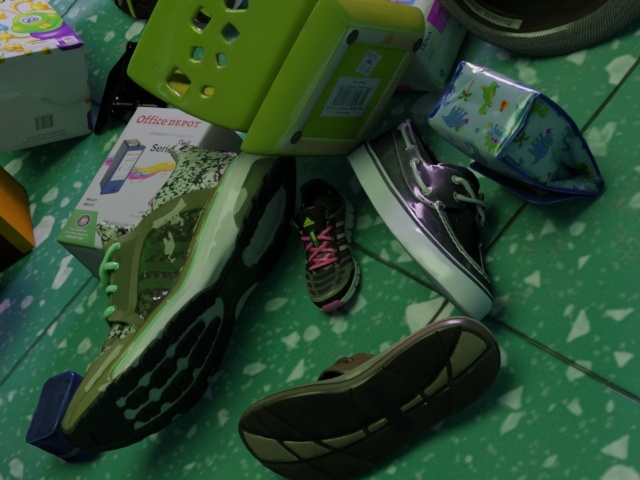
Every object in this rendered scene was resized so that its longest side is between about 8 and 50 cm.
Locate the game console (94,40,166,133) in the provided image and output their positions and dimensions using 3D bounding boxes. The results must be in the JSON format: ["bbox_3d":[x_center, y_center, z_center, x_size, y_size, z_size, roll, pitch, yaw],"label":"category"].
[{"bbox_3d":[-0.255,-0.208,2.020,0.107,0.071,0.122,4,54,4],"label":"game console"}]

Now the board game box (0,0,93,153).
[{"bbox_3d":[-0.440,-0.255,2.064,0.144,0.142,0.275,-16,35,-24],"label":"board game box"}]

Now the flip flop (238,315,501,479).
[{"bbox_3d":[0.049,0.149,1.428,0.277,0.112,0.080,-30,17,17],"label":"flip flop"}]

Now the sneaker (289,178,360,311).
[{"bbox_3d":[0.000,0.000,1.600,0.063,0.075,0.170,-20,46,23],"label":"sneaker"}]

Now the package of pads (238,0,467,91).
[{"bbox_3d":[0.052,-0.292,1.787,0.296,0.101,0.229,2,58,38],"label":"package of pads"}]

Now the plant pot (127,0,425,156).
[{"bbox_3d":[-0.034,-0.212,1.594,0.207,0.228,0.227,40,112,25],"label":"plant pot"}]

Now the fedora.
[{"bbox_3d":[0.254,-0.336,1.616,0.275,0.244,0.124,-24,15,32],"label":"fedora"}]

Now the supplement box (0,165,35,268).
[{"bbox_3d":[-0.518,-0.033,1.936,0.194,0.191,0.129,-32,42,10],"label":"supplement box"}]

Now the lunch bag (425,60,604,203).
[{"bbox_3d":[0.202,-0.100,1.475,0.129,0.151,0.096,35,95,49],"label":"lunch bag"}]

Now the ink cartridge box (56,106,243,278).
[{"bbox_3d":[-0.201,-0.054,1.787,0.154,0.093,0.212,9,60,42],"label":"ink cartridge box"}]

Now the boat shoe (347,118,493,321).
[{"bbox_3d":[0.124,-0.032,1.518,0.102,0.108,0.301,-38,34,7],"label":"boat shoe"}]

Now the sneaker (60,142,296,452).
[{"bbox_3d":[-0.184,0.050,1.616,0.182,0.158,0.410,19,60,25],"label":"sneaker"}]

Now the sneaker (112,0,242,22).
[{"bbox_3d":[-0.201,-0.400,2.073,0.147,0.145,0.384,-37,39,-26],"label":"sneaker"}]

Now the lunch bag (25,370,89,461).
[{"bbox_3d":[-0.282,0.198,1.658,0.067,0.065,0.098,-20,45,45],"label":"lunch bag"}]
